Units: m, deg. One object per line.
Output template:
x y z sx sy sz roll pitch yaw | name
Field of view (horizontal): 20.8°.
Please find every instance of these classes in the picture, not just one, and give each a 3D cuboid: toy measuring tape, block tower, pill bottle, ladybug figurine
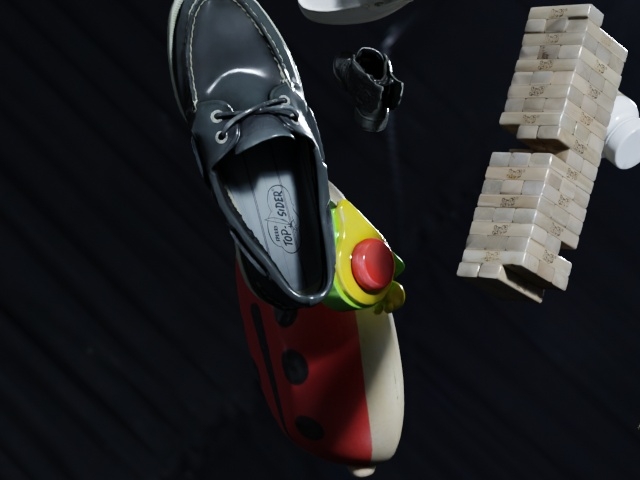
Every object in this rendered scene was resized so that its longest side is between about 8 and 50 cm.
0.000 0.000 2.274 0.121 0.330 0.121 -31 -146 23 | toy measuring tape
0.258 -0.099 1.988 0.091 0.097 0.335 3 -108 43 | block tower
0.371 -0.171 2.364 0.094 0.169 0.094 -25 139 -24 | pill bottle
-0.009 0.130 2.525 0.162 0.449 0.305 -14 175 -22 | ladybug figurine

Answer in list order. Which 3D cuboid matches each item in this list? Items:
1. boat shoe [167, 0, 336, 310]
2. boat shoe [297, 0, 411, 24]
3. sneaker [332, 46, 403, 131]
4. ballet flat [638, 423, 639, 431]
-0.058 -0.087 1.671 0.127 0.340 0.113 -14 -166 -13 | boat shoe
0.083 -0.315 1.974 0.277 0.098 0.096 -13 174 26 | boat shoe
0.054 -0.191 1.998 0.051 0.170 0.089 -6 132 -13 | sneaker
0.487 0.232 2.388 0.114 0.041 0.041 -25 -179 17 | ballet flat
